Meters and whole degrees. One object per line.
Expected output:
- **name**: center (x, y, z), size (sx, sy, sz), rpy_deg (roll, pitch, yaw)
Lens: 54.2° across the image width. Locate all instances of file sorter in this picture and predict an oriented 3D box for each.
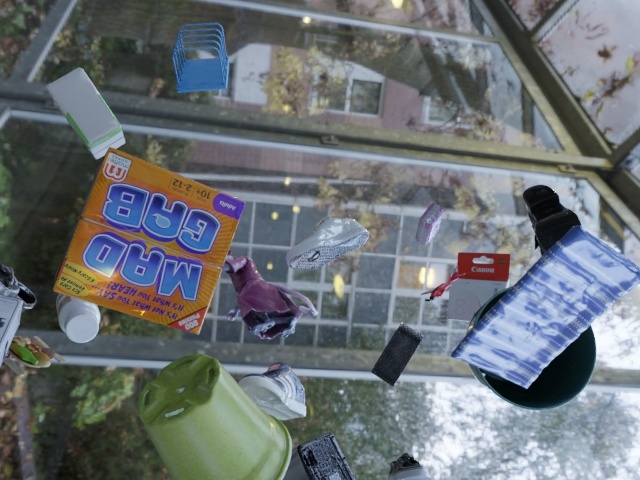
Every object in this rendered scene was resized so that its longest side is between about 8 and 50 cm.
- **file sorter**: center (-0.289, -0.444, 1.510), size (0.170, 0.118, 0.105), rpy_deg (-97, -177, -51)

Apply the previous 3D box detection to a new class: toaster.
- **toaster**: center (-0.012, 0.624, 1.666), size (0.110, 0.185, 0.168), rpy_deg (-40, -112, 27)

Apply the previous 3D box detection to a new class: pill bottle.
- **pill bottle**: center (-0.814, 0.250, 2.107), size (0.229, 0.131, 0.131), rpy_deg (35, -59, 58)

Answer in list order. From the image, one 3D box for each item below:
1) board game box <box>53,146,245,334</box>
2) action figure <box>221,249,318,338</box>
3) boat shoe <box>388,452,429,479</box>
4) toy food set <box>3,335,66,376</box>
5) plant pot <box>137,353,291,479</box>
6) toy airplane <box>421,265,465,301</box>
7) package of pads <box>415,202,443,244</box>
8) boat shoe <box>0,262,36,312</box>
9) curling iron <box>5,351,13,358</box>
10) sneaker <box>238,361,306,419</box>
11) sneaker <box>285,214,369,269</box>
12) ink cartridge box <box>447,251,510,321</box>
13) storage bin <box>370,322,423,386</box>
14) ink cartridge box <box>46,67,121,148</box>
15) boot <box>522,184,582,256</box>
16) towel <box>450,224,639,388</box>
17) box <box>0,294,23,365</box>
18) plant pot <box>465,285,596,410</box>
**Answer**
- **board game box**: center (-0.461, 0.006, 1.652), size (0.356, 0.356, 0.357), rpy_deg (0, -110, 67)
- **action figure**: center (-0.222, 0.140, 2.035), size (0.370, 0.275, 0.248), rpy_deg (55, -9, 36)
- **boat shoe**: center (0.239, 0.630, 1.736), size (0.228, 0.080, 0.076), rpy_deg (106, -16, -65)
- **toy food set**: center (-0.749, 0.284, 1.626), size (0.039, 0.132, 0.192), rpy_deg (-53, 172, 6)
- **plant pot**: center (-0.233, 0.381, 1.272), size (0.276, 0.275, 0.254), rpy_deg (-105, 172, -61)
- **toy airplane**: center (0.343, 0.124, 1.729), size (0.028, 0.151, 0.151), rpy_deg (52, -12, -3)
- **package of pads**: center (0.212, -0.031, 1.223), size (0.050, 0.032, 0.083), rpy_deg (-47, 159, -21)
- **boat shoe**: center (-0.798, 0.112, 1.594), size (0.112, 0.095, 0.335), rpy_deg (62, -24, 13)
- **curling iron**: center (-0.834, 0.296, 1.670), size (0.274, 0.068, 0.035), rpy_deg (70, 5, -70)
- **sneaker**: center (-0.143, 0.415, 1.821), size (0.350, 0.131, 0.148), rpy_deg (57, 25, -58)
- **sneaker**: center (0.000, 0.000, 1.889), size (0.123, 0.290, 0.106), rpy_deg (49, -39, 30)
- **ink cartridge box**: center (0.527, 0.155, 2.082), size (0.066, 0.189, 0.233), rpy_deg (7, 86, -57)
- **storage bin**: center (0.241, 0.355, 1.961), size (0.180, 0.084, 0.122), rpy_deg (-58, 169, 1)
- **ink cartridge box**: center (-0.686, -0.366, 1.855), size (0.198, 0.114, 0.273), rpy_deg (56, -13, -7)
- **boot**: center (0.529, 0.021, 1.392), size (0.263, 0.091, 0.229), rpy_deg (-88, 157, -52)
- **towel**: center (0.433, 0.139, 1.183), size (0.336, 0.243, 0.040), rpy_deg (-51, -145, 18)
- **box**: center (-0.760, 0.235, 1.320), size (0.290, 0.169, 0.087), rpy_deg (-96, -155, -50)
- **plant pot**: center (0.497, 0.268, 1.568), size (0.235, 0.292, 0.293), rpy_deg (92, 0, -78)
